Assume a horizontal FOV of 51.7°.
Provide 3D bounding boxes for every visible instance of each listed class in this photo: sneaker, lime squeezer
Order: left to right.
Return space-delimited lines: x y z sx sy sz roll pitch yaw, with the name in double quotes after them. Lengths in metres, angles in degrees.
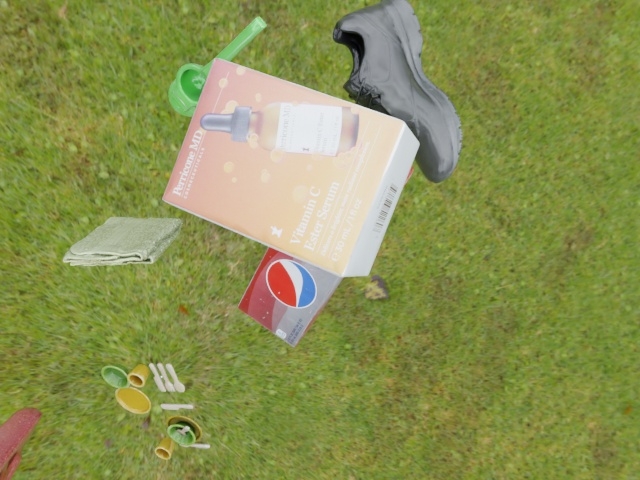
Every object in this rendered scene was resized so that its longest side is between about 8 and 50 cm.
-0.143 -0.206 0.860 0.110 0.310 0.058 -25 98 -14 "lime squeezer"
0.106 -0.210 0.968 0.130 0.109 0.286 -22 84 -22 "sneaker"

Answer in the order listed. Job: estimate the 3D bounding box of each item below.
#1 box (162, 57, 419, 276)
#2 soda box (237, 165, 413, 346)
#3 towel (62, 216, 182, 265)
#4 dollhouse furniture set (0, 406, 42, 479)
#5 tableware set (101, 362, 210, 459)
-0.022 -0.059 0.559 0.171 0.091 0.130 22 94 15 "box"
0.000 0.000 0.759 0.092 0.263 0.083 35 37 6 "soda box"
-0.237 -0.002 0.818 0.110 0.148 0.027 0 107 6 "towel"
-0.314 0.212 0.268 0.201 0.152 0.374 30 89 -9 "dollhouse furniture set"
-0.204 0.209 0.806 0.104 0.154 0.024 -3 33 20 "tableware set"
